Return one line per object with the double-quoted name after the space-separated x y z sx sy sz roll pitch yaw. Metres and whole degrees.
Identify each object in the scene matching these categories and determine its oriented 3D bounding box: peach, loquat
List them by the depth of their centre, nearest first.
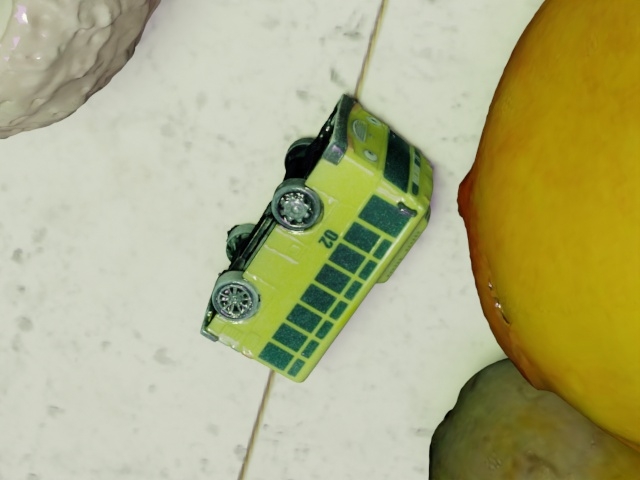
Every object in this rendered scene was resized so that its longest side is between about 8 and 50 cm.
0.251 -0.031 0.973 0.372 0.290 0.373 5 117 9 "peach"
0.169 0.182 1.148 0.179 0.179 0.227 -32 99 19 "loquat"

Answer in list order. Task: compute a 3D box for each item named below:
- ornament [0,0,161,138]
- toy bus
-0.216 -0.184 0.993 0.259 0.225 0.259 3 114 6 "ornament"
0.000 0.000 1.130 0.101 0.088 0.175 31 117 -9 "toy bus"
